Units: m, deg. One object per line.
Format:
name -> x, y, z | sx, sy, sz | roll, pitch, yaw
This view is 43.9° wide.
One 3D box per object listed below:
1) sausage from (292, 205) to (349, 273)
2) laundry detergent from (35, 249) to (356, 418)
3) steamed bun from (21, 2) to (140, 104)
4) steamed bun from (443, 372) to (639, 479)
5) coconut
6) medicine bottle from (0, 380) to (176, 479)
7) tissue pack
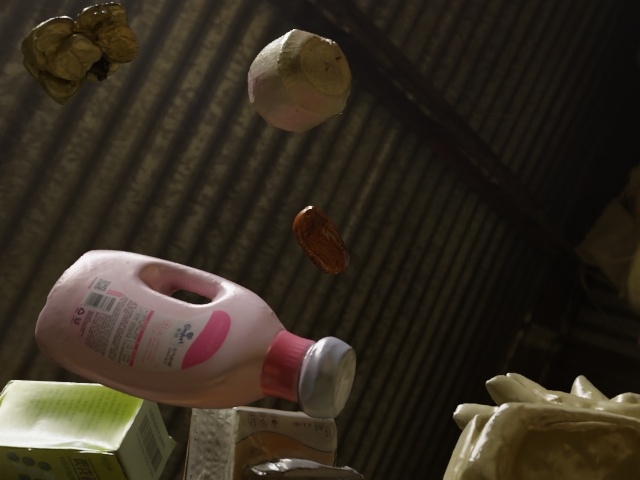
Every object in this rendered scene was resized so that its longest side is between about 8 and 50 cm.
sausage -> 0.000, 0.000, 1.665 | 0.089, 0.089, 0.179 | -48, -55, -26
laundry detergent -> -0.128, 0.104, 0.834 | 0.088, 0.335, 0.159 | 77, -148, -53
steamed bun -> -0.407, -0.305, 1.343 | 0.177, 0.192, 0.106 | -29, -87, -38
steamed bun -> 0.280, 0.247, 0.801 | 0.427, 0.189, 0.247 | 19, -108, -19
coconut -> -0.027, -0.176, 0.902 | 0.110, 0.124, 0.110 | 8, -103, -36
medicine bottle -> -0.361, 0.301, 1.168 | 0.141, 0.250, 0.137 | -71, -24, -54
tissue pack -> -0.081, 0.430, 1.522 | 0.305, 0.238, 0.239 | 21, -94, -49
